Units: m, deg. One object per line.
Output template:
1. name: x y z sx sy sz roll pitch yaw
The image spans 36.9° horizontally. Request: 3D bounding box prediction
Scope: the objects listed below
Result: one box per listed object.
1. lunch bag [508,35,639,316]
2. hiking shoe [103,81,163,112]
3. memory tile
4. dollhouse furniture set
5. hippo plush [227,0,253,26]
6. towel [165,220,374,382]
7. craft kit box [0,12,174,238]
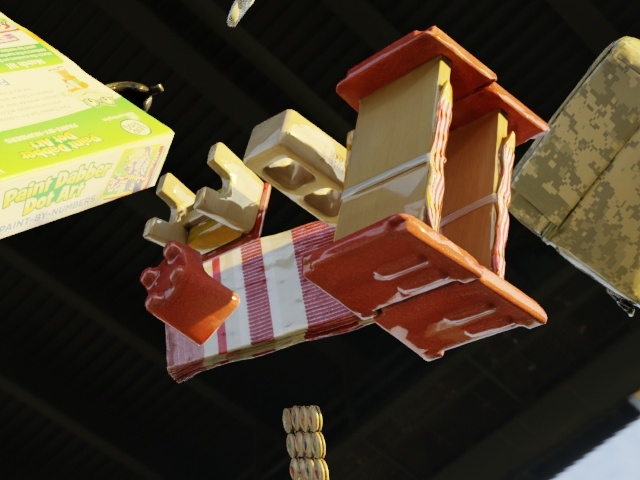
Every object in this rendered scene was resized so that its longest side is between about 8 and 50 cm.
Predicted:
1. lunch bag: 0.433 -0.083 1.318 0.256 0.212 0.305 43 -74 21
2. hiking shoe: -0.307 -0.149 1.205 0.114 0.227 0.086 -13 -69 55
3. memory tile: -0.023 0.292 1.372 0.012 0.148 0.113 -3 -100 -20
4. dollhouse furniture set: 0.000 0.000 0.828 0.152 0.201 0.374 34 -39 -31
5. hippo plush: -0.041 -0.437 1.208 0.234 0.236 0.294 -20 -85 7
6. towel: -0.073 0.075 1.423 0.328 0.237 0.037 -17 -51 3
7. craft kit box: -0.269 -0.096 0.646 0.246 0.250 0.061 33 -61 18
